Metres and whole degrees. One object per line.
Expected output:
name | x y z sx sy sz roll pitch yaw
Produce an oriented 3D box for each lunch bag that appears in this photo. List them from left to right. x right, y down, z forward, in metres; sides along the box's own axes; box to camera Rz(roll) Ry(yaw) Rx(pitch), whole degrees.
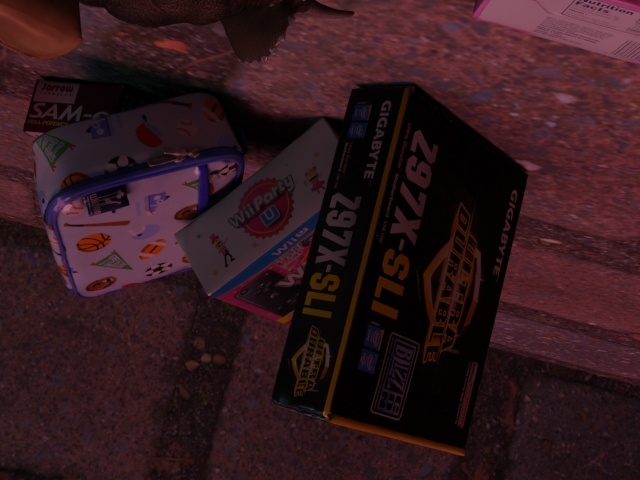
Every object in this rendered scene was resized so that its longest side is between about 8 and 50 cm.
lunch bag | -0.202 -0.048 1.165 0.243 0.114 0.303 -15 158 -15

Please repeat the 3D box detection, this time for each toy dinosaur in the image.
toy dinosaur | -0.129 -0.188 0.644 0.314 0.121 0.160 11 163 -1

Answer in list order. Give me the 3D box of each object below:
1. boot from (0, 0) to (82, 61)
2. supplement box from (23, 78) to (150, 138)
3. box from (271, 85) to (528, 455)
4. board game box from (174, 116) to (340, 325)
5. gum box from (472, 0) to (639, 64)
boot | -0.265 -0.201 0.661 0.236 0.089 0.269 33 -176 43
supplement box | -0.246 -0.124 1.259 0.130 0.073 0.239 7 167 25
box | 0.093 0.039 1.008 0.079 0.321 0.257 6 167 41
board game box | 0.000 0.000 1.215 0.097 0.224 0.303 58 -167 27
gum box | 0.173 -0.148 0.497 0.189 0.107 0.062 14 170 -5
